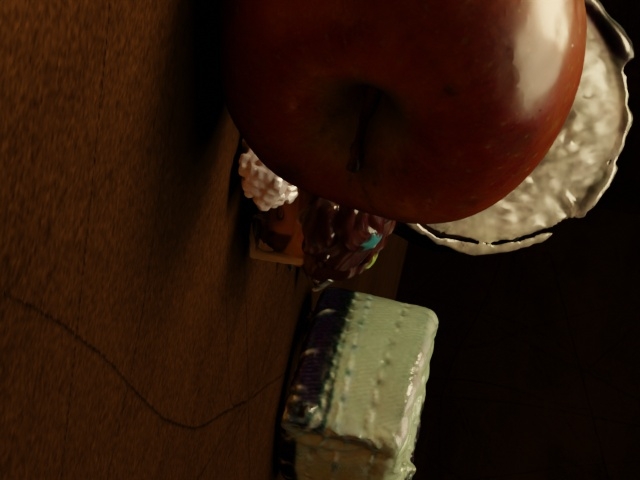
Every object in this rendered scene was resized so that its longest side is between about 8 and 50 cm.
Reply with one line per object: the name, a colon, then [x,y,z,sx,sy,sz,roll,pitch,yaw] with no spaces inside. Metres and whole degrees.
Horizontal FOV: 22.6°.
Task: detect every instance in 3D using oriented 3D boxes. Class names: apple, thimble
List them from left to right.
thimble: [0.041,0.170,1.747,0.237,0.150,0.237,11,90,-83]
apple: [0.053,-0.132,0.932,0.230,0.230,0.230,10,90,-85]

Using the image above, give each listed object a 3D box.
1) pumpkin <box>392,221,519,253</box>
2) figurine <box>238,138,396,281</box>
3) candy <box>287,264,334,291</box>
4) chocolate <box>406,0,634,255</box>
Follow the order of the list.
pumpkin: [0.187,-0.158,2.068,0.363,0.266,0.363,11,90,-89]
figurine: [0.011,-0.068,1.153,0.240,0.116,0.174,94,8,-48]
candy: [-0.001,0.000,1.513,0.226,0.051,0.094,71,32,-79]
chocolate: [0.138,-0.133,1.618,0.213,0.303,0.303,176,-75,-74]
